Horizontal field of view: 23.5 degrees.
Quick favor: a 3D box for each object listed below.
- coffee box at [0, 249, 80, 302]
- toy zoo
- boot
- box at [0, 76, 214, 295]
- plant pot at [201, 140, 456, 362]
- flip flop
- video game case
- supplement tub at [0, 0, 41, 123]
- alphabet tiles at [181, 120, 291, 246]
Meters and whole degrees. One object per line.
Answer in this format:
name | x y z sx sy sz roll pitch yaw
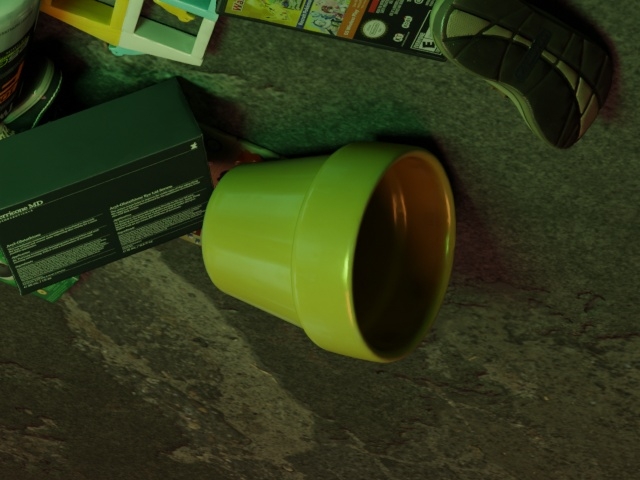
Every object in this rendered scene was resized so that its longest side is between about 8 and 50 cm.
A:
coffee box | -0.450 0.025 2.264 0.184 0.040 0.113 25 149 -19
toy zoo | -0.194 -0.278 1.625 0.192 0.030 0.293 19 150 -8
boot | -0.307 -0.137 1.872 0.178 0.085 0.236 25 156 -21
box | -0.264 -0.062 1.818 0.261 0.103 0.184 -21 151 -9
plant pot | 0.000 0.000 1.821 0.239 0.254 0.254 10 153 31
flip flop | 0.198 -0.184 1.552 0.277 0.112 0.080 26 -170 -41
video game case | 0.043 -0.280 1.480 0.248 0.035 0.275 11 152 -9
supplement tub | -0.404 -0.227 1.645 0.193 0.194 0.316 19 151 -8
alphabet tiles | -0.101 -0.047 2.010 0.342 0.011 0.285 22 149 -13
